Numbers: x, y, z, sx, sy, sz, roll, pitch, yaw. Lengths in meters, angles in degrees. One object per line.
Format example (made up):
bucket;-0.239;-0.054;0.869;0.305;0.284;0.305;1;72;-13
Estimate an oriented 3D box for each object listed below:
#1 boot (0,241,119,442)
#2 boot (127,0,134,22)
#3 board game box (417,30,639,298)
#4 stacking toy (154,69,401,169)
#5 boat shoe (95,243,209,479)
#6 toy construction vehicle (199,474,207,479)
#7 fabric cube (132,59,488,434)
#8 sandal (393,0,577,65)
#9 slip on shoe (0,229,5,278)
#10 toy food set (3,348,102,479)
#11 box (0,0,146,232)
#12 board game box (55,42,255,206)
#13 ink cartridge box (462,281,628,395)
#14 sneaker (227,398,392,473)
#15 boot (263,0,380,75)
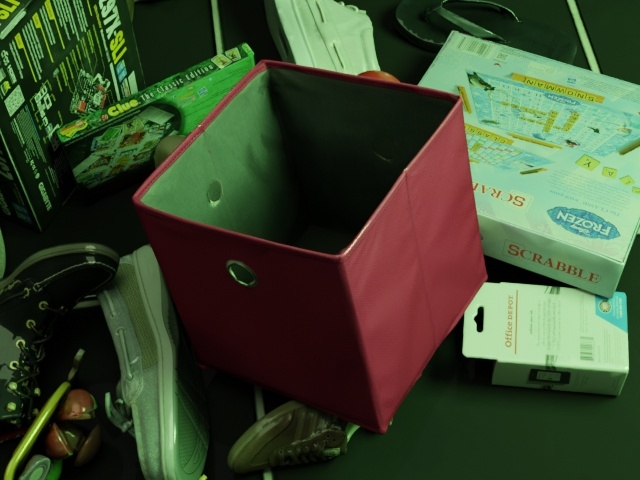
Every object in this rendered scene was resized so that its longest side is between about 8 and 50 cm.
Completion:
boot;-0.315;0.116;1.267;0.236;0.085;0.178;-24;57;23
boot;-0.343;-0.370;1.579;0.220;0.109;0.283;21;44;23
board game box;0.250;-0.106;1.395;0.319;0.066;0.318;20;49;16
stacking toy;-0.033;-0.119;1.427;0.330;0.141;0.141;-26;59;-22
boat shoe;-0.194;0.141;1.262;0.103;0.118;0.320;-19;51;3
toy construction vehicle;-0.161;0.272;1.217;0.086;0.035;0.098;-40;64;-21
fabric cube;0.000;0.000;1.208;0.254;0.258;0.259;16;50;29
sandal;0.226;-0.295;1.560;0.254;0.054;0.097;16;59;12
slip on shoe;-0.502;-0.050;1.414;0.331;0.123;0.101;48;114;17
toy food set;-0.278;0.225;1.212;0.071;0.128;0.218;30;56;-3
box;-0.324;-0.199;1.364;0.079;0.322;0.257;21;61;14
board game box;-0.195;-0.144;1.433;0.260;0.136;0.030;-27;57;-15
ink cartridge box;0.250;0.109;1.291;0.180;0.060;0.104;5;56;6
sneaker;-0.008;0.208;1.234;0.188;0.066;0.071;-30;61;-15
boot;0.000;-0.300;1.563;0.123;0.095;0.258;-11;65;-12
